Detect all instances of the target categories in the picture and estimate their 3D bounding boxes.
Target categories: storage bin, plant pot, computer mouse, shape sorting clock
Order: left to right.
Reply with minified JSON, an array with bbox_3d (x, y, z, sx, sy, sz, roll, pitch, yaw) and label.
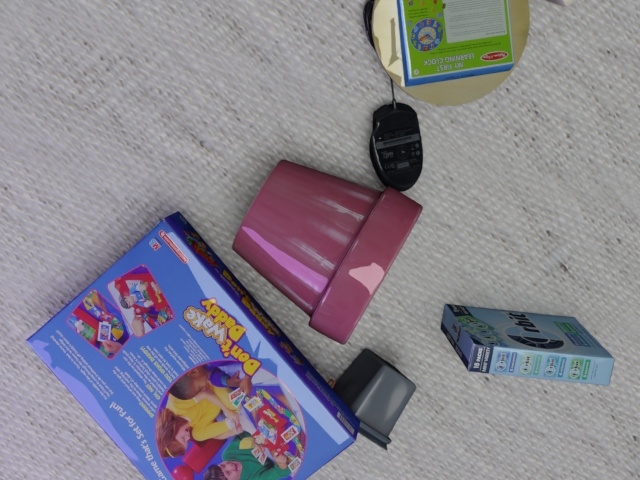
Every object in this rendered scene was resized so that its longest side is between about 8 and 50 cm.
[{"bbox_3d":[0.000,0.000,1.456,0.180,0.201,0.201,29,101,2],"label":"plant pot"},{"bbox_3d":[0.061,0.196,1.550,0.098,0.135,0.091,35,88,-14],"label":"storage bin"},{"bbox_3d":[0.083,-0.180,1.488,0.071,0.041,0.242,-11,101,-20],"label":"computer mouse"},{"bbox_3d":[0.160,-0.268,1.464,0.206,0.040,0.206,-2,99,-16],"label":"shape sorting clock"}]

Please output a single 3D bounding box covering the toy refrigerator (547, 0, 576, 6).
[{"bbox_3d":[0.373,-0.398,1.427,0.270,0.094,0.102,-32,108,3],"label":"toy refrigerator"}]

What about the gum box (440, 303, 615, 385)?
[{"bbox_3d":[0.262,0.132,1.536,0.184,0.157,0.041,6,105,-8],"label":"gum box"}]

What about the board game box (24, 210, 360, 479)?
[{"bbox_3d":[-0.153,0.172,1.451,0.233,0.078,0.347,-40,93,10],"label":"board game box"}]
